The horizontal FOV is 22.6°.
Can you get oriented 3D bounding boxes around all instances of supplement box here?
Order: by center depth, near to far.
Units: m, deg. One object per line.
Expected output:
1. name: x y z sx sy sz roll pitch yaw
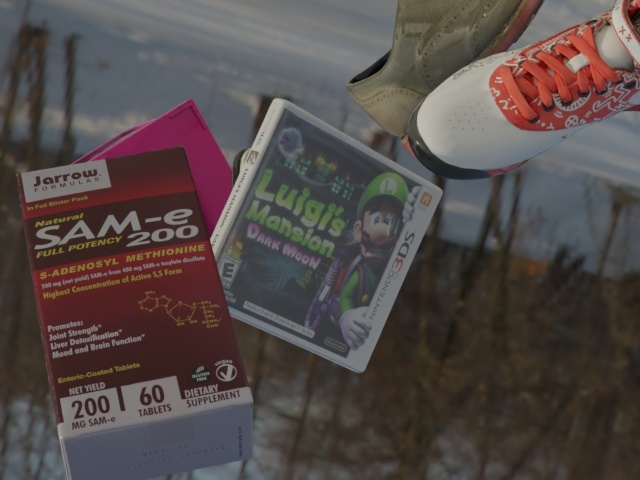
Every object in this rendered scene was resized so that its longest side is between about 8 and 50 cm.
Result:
1. supplement box: -0.133 0.049 1.124 0.130 0.073 0.239 -11 -130 -10

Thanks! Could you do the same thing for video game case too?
1. video game case: 0.000 0.000 1.312 0.190 0.173 0.022 27 175 -37

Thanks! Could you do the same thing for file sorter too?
1. file sorter: -0.227 -0.013 2.261 0.202 0.290 0.182 -36 -166 -30

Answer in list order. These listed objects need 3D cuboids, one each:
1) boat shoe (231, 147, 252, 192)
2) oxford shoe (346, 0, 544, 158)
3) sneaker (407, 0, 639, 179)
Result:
1. boat shoe: -0.101 -0.011 2.138 0.079 0.233 0.084 9 -161 34
2. oxford shoe: 0.142 -0.236 1.592 0.130 0.348 0.123 35 -149 0
3. sneaker: 0.197 -0.136 1.190 0.270 0.090 0.145 -18 161 -22
